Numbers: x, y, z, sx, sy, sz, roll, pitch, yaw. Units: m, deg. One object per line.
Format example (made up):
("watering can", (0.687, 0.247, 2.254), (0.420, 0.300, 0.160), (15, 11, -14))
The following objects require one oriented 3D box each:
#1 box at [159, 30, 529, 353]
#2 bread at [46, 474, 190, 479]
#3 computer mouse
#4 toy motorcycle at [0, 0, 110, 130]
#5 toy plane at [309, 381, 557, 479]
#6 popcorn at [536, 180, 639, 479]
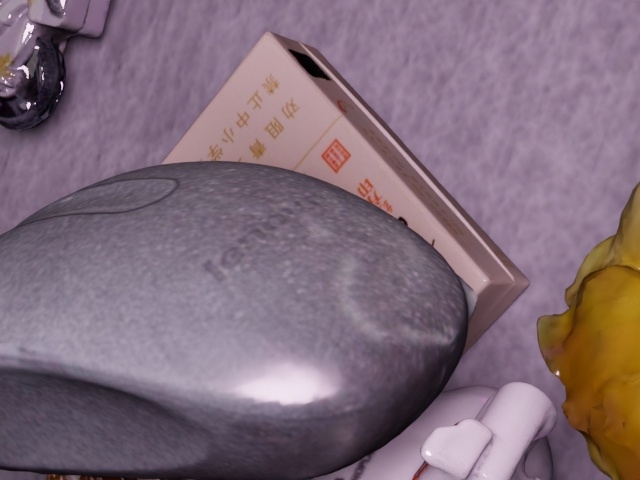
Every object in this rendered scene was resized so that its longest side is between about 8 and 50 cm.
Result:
("box", (0.000, 0.000, 0.851), (0.141, 0.058, 0.201), (-50, 64, 18))
("bread", (-0.087, 0.127, 0.886), (0.160, 0.073, 0.160), (0, 89, 33))
("computer mouse", (-0.098, 0.028, 0.757), (0.374, 0.203, 0.114), (-2, 118, 38))
("toy motorcycle", (-0.193, -0.191, 0.971), (0.152, 0.073, 0.225), (26, 98, 31))
("toy plane", (0.028, 0.159, 0.730), (0.118, 0.252, 0.252), (39, 107, 9))
("popcorn", (0.269, 0.030, 0.568), (0.325, 0.290, 0.321), (-40, 79, 21))
